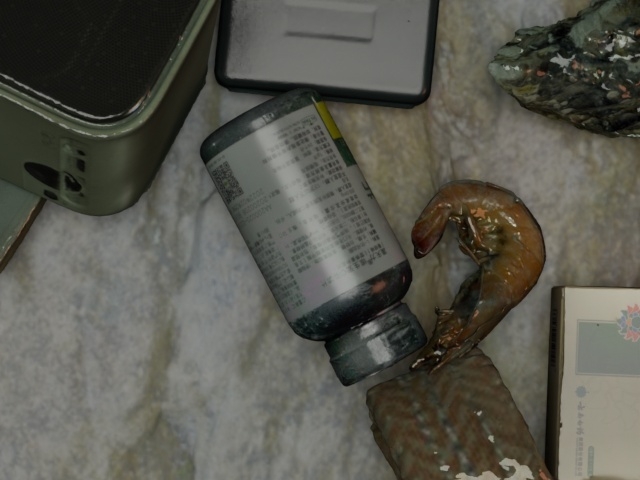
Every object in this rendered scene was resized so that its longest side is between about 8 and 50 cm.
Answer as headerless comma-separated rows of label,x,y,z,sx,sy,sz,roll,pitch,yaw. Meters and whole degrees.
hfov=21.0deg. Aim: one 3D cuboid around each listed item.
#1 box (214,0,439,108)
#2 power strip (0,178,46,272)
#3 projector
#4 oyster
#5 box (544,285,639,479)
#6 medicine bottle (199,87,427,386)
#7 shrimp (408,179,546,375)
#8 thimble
box,0.008,-0.226,1.826,0.230,0.050,0.160,5,87,0
power strip,-0.377,-0.074,1.814,0.198,0.064,0.213,31,74,1
projector,-0.247,-0.195,1.702,0.248,0.249,0.248,26,71,0
oyster,0.332,-0.184,1.785,0.350,0.158,0.162,-6,53,-13
box,0.322,0.154,1.789,0.168,0.095,0.212,2,88,-2
medicine bottle,0.000,0.000,1.771,0.141,0.141,0.293,-27,87,-1
shrimp,0.142,0.034,1.765,0.143,0.052,0.251,43,50,-6
thimble,0.152,0.236,1.739,0.148,0.196,0.229,-23,57,-4
